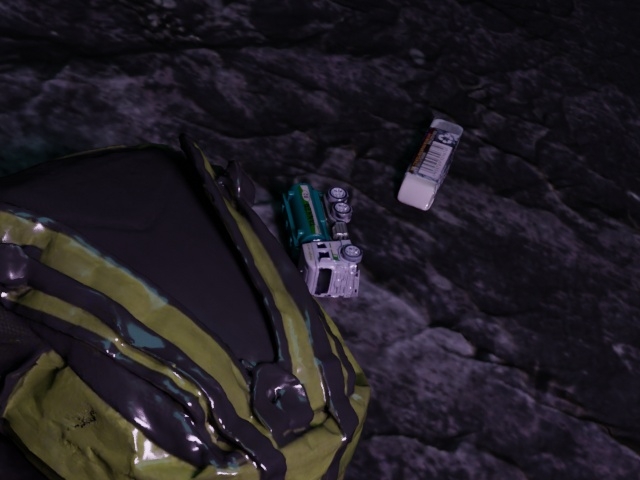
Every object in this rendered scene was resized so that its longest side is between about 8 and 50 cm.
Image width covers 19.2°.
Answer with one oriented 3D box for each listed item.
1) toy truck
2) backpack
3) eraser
[{"bbox_3d":[0.000,0.000,1.230,0.044,0.039,0.083,-1,45,-12],"label":"toy truck"},{"bbox_3d":[-0.088,0.053,1.027,0.253,0.140,0.207,43,41,21],"label":"backpack"},{"bbox_3d":[0.079,-0.055,1.357,0.027,0.019,0.099,19,37,7],"label":"eraser"}]
